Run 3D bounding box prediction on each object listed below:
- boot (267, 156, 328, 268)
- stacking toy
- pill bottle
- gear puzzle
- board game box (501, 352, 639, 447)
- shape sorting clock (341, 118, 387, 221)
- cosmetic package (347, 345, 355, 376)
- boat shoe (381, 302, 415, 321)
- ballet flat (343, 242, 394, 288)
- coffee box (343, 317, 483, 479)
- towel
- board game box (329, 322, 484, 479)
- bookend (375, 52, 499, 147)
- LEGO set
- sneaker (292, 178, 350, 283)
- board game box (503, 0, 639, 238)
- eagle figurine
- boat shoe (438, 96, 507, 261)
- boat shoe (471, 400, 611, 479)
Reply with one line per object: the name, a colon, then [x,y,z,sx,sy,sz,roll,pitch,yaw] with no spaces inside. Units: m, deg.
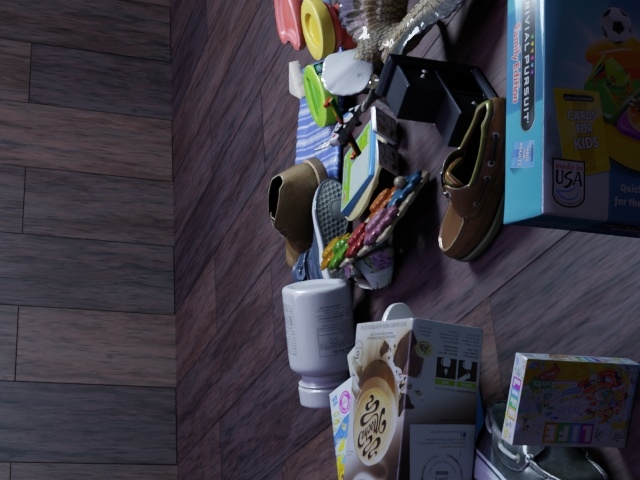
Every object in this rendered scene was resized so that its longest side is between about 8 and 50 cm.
boot: [-0.063,-0.042,2.328,0.112,0.115,0.305,51,150,35]
stacking toy: [0.018,-0.400,2.281,0.309,0.130,0.279,-127,25,-56]
pill bottle: [0.002,0.194,2.095,0.131,0.131,0.229,-167,70,-70]
gear puzzle: [0.074,-0.027,1.962,0.175,0.044,0.339,-54,8,-26]
board game box: [0.291,0.186,1.279,0.026,0.154,0.103,-150,66,-68]
shape sorting clock: [0.085,-0.136,2.093,0.206,0.040,0.206,-163,90,-73]
cosmetic package: [0.109,0.200,1.840,0.060,0.115,0.041,121,147,-53]
boat shoe: [0.108,0.188,1.662,0.063,0.066,0.184,-14,78,60]
ballet flat: [0.091,0.050,2.011,0.221,0.077,0.079,164,89,-75]
coffee box: [0.123,0.264,1.528,0.168,0.119,0.297,164,114,-64]
towel: [-0.008,-0.235,2.393,0.243,0.040,0.336,166,109,-68]
board game box: [0.135,0.326,1.716,0.308,0.086,0.302,-46,42,48]
bookend: [0.183,-0.207,1.676,0.156,0.157,0.072,-109,30,-50]
LEGO set: [0.056,-0.223,1.933,0.060,0.244,0.182,-14,69,30]
sneaker: [-0.002,0.001,2.243,0.163,0.086,0.226,148,124,-63]
board game box: [0.320,-0.174,1.141,0.079,0.254,0.336,161,112,-68]
eagle figurine: [0.138,-0.365,1.808,0.225,0.226,0.298,-77,1,-55]
boat shoe: [0.223,-0.093,1.611,0.110,0.104,0.307,-105,28,-44]
boat shoe: [0.268,0.269,1.368,0.335,0.121,0.119,-172,83,-72]
